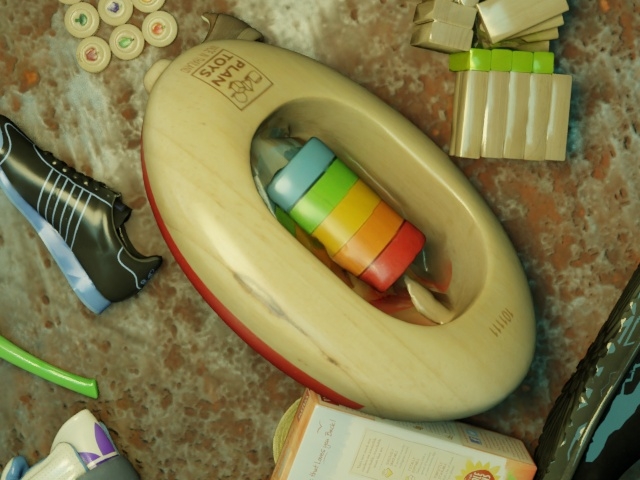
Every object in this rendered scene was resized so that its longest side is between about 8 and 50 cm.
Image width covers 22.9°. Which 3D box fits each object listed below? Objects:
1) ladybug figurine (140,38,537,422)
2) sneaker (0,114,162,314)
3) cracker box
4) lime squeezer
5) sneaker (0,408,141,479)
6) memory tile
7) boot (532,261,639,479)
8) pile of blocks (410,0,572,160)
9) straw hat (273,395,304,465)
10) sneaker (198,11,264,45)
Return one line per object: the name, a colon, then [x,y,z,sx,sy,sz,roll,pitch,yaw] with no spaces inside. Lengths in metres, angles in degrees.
ladybug figurine: [0.000,0.000,1.488,0.449,0.305,0.162,45,137,1]
sneaker: [-0.252,-0.042,1.592,0.090,0.081,0.232,-34,96,4]
cracker box: [0.072,0.243,1.535,0.232,0.067,0.156,17,106,-13]
lime squeezer: [-0.391,0.128,1.634,0.310,0.059,0.110,-9,122,5]
sneaker: [-0.179,0.277,1.552,0.322,0.130,0.236,-14,91,24]
memory tile: [-0.215,-0.254,1.605,0.113,0.012,0.148,-19,91,6]
boot: [0.370,0.179,1.511,0.260,0.131,0.348,30,95,3]
pile of blocks: [0.141,-0.241,1.530,0.149,0.112,0.362,-22,98,-7]
straw hat: [0.016,0.195,1.580,0.144,0.061,0.144,-2,111,-5]
sneaker: [-0.130,-0.141,1.587,0.071,0.066,0.188,34,91,20]
